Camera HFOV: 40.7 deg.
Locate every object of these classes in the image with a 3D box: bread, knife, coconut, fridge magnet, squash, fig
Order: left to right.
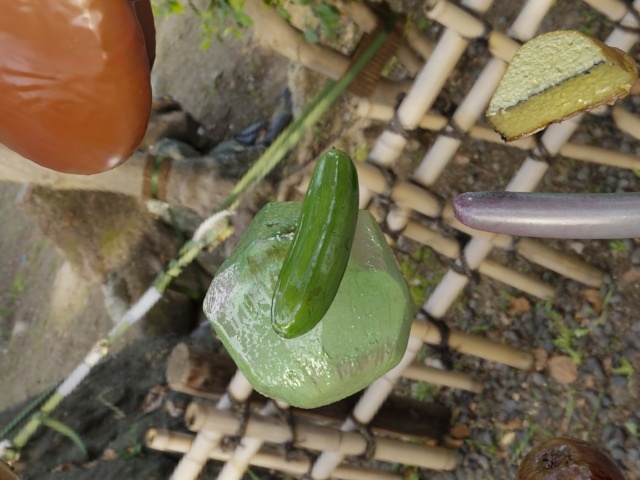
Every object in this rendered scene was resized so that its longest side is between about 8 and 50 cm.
[{"bbox_3d":[-0.296,-0.223,0.820,0.363,0.364,0.155,-19,23,51],"label":"fridge magnet"},{"bbox_3d":[-0.020,0.084,1.328,0.328,0.281,0.329,-2,74,8],"label":"coconut"},{"bbox_3d":[0.002,0.001,1.138,0.082,0.082,0.293,-26,39,48],"label":"squash"},{"bbox_3d":[0.400,-0.280,1.476,0.260,0.129,0.134,-26,57,32],"label":"bread"},{"bbox_3d":[0.366,0.393,1.220,0.175,0.175,0.207,-7,109,55],"label":"fig"},{"bbox_3d":[0.266,-0.035,0.816,0.053,0.277,0.123,-79,-14,-65],"label":"knife"}]

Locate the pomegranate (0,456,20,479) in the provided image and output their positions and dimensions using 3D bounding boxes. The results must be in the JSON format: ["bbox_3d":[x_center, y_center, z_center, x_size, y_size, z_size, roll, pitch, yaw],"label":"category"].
[{"bbox_3d":[-0.481,0.330,0.928,0.322,0.322,0.322,-34,46,43],"label":"pomegranate"}]
